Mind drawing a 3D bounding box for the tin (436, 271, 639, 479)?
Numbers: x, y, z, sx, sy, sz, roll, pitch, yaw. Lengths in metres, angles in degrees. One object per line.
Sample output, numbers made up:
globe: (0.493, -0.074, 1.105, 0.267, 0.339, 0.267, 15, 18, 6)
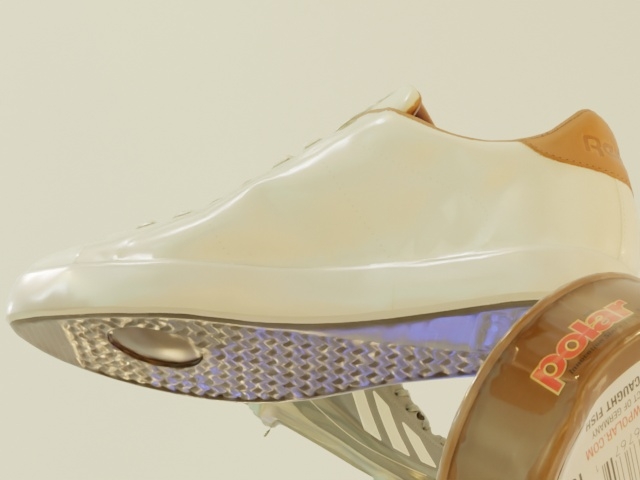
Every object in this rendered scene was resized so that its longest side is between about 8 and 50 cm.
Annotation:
tin: (0.088, 0.098, 0.497, 0.040, 0.106, 0.190, 28, -36, 46)

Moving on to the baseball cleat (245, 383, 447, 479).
baseball cleat: (0.038, 0.095, 1.045, 0.206, 0.072, 0.109, 28, -98, 2)

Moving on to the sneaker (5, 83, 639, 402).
sneaker: (0.000, 0.000, 0.772, 0.290, 0.106, 0.123, -4, -118, 19)
